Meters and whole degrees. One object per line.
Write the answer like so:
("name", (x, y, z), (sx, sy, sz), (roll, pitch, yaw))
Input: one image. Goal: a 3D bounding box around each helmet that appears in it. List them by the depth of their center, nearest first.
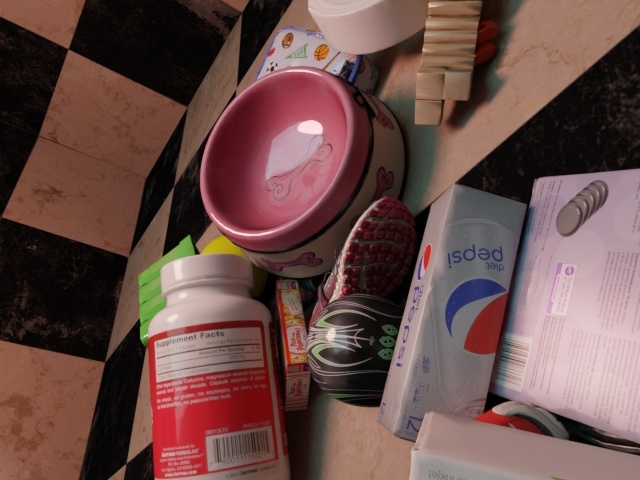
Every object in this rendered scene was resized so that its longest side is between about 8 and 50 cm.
("helmet", (0.059, 0.152, 0.714), (0.169, 0.161, 0.170), (8, -90, -82))

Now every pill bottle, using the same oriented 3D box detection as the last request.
("pill bottle", (-0.188, 0.242, 0.920), (0.229, 0.228, 0.408), (-30, 63, 49))

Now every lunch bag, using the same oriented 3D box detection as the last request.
("lunch bag", (-0.024, -0.345, 1.177), (0.303, 0.115, 0.243), (34, 99, 36))

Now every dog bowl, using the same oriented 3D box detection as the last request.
("dog bowl", (-0.053, -0.141, 0.963), (0.407, 0.150, 0.409), (-12, 66, 28))

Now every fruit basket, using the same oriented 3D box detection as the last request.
("fruit basket", (-0.246, 0.128, 1.253), (0.391, 0.283, 0.392), (-13, 31, 8))

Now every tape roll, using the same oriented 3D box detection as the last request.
("tape roll", (0.118, -0.510, 1.026), (0.286, 0.100, 0.286), (-17, 51, 23))

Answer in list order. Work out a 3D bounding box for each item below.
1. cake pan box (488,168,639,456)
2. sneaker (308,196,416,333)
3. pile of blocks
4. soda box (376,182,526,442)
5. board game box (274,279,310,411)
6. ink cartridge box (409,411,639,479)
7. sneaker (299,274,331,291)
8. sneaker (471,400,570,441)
("cake pan box", (0.293, 0.061, 0.481), (0.245, 0.070, 0.267), (-1, 70, 62))
("sneaker", (0.052, 0.064, 0.843), (0.299, 0.120, 0.112), (-65, 25, 9))
("pile of blocks", (0.240, -0.358, 0.855), (0.112, 0.149, 0.363), (8, 85, 17))
("soda box", (0.150, 0.087, 0.593), (0.098, 0.091, 0.287), (110, 177, -78))
("board game box", (-0.054, 0.192, 0.952), (0.194, 0.045, 0.147), (-104, 15, -49))
("ink cartridge box", (0.151, 0.290, 0.365), (0.198, 0.114, 0.273), (7, 88, 17))
("sneaker", (0.000, 0.000, 1.030), (0.082, 0.069, 0.210), (-4, 68, 59))
("sneaker", (0.150, 0.287, 0.490), (0.107, 0.118, 0.279), (16, 102, 61))
